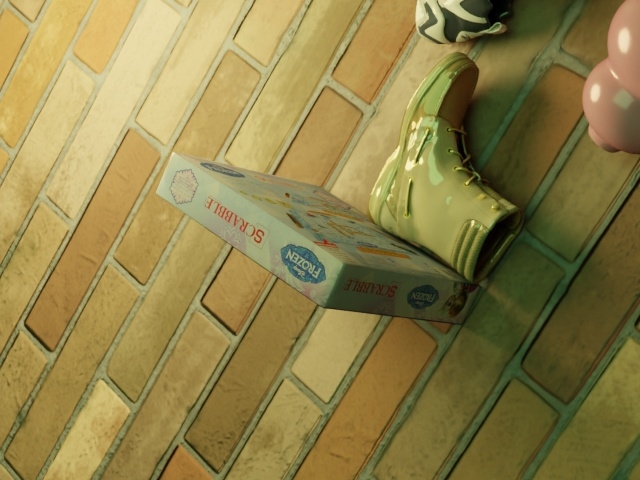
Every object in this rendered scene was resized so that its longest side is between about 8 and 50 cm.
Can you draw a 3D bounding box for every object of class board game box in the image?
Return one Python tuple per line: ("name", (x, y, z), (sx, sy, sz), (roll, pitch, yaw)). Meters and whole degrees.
("board game box", (0.000, 0.000, 1.904), (0.318, 0.319, 0.066), (33, 103, 36))

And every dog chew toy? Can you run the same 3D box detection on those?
("dog chew toy", (0.433, -0.235, 1.704), (0.332, 0.207, 0.206), (-51, 57, 29))

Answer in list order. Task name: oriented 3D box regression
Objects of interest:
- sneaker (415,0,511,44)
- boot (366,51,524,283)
("sneaker", (0.214, -0.378, 1.942), (0.153, 0.094, 0.235), (7, 87, 35))
("boot", (0.190, -0.096, 1.915), (0.203, 0.095, 0.262), (34, 105, 35))
